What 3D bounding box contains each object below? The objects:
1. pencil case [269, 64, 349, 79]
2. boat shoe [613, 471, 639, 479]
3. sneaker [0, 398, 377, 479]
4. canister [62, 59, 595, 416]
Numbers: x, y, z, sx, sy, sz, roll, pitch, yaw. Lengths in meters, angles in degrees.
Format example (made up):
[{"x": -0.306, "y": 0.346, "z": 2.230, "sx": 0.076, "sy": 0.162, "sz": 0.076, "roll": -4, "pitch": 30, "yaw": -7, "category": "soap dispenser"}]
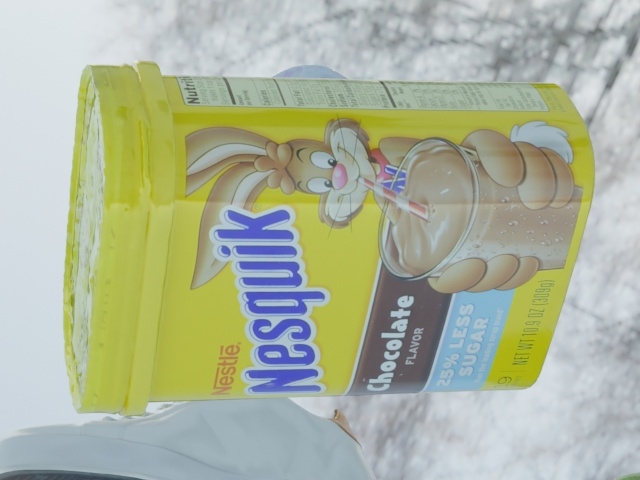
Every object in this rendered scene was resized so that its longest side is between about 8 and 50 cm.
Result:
[{"x": -0.021, "y": -0.024, "z": 1.394, "sx": 0.113, "sy": 0.124, "sz": 0.273, "roll": 35, "pitch": -144, "yaw": -22, "category": "pencil case"}, {"x": 0.160, "y": 0.148, "z": 0.744, "sx": 0.109, "sy": 0.091, "sz": 0.305, "roll": -7, "pitch": 179, "yaw": 18, "category": "boat shoe"}, {"x": -0.093, "y": 0.138, "z": 1.087, "sx": 0.290, "sy": 0.106, "sz": 0.123, "roll": 14, "pitch": -136, "yaw": -36, "category": "sneaker"}, {"x": 0.000, "y": 0.000, "z": 0.601, "sx": 0.170, "sy": 0.126, "sz": 0.073, "roll": -1, "pitch": -144, "yaw": -15, "category": "canister"}]
